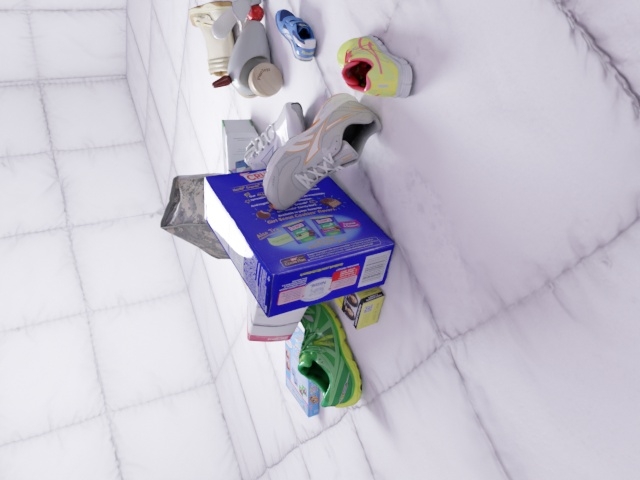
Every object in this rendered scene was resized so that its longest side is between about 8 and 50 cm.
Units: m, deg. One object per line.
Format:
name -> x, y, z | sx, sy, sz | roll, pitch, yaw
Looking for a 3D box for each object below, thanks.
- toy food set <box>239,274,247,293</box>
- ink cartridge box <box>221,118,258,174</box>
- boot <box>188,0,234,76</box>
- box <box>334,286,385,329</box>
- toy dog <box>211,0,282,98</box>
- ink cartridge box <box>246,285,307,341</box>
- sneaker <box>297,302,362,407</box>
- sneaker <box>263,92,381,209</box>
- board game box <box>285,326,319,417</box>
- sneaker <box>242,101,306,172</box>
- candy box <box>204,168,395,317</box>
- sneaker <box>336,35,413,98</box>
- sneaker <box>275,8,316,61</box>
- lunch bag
toy food set -> -0.174, 0.020, 1.677 | 0.306, 0.092, 0.220 | -36, 73, 56
ink cartridge box -> -0.232, -0.227, 1.655 | 0.154, 0.093, 0.212 | -118, 28, -60
boot -> -0.318, -0.594, 1.715 | 0.262, 0.095, 0.204 | 22, 121, 57
box -> 0.046, 0.077, 1.235 | 0.232, 0.058, 0.087 | 53, 146, 38
toy dog -> -0.209, -0.500, 1.430 | 0.220, 0.161, 0.334 | -33, 71, 64
ink cartridge box -> -0.109, 0.105, 1.354 | 0.283, 0.117, 0.207 | 116, 154, -64
sneaker -> -0.003, 0.257, 1.359 | 0.296, 0.123, 0.109 | 63, 152, 32
sneaker -> 0.003, -0.155, 1.058 | 0.121, 0.262, 0.099 | 39, 179, 44
board game box -> -0.054, 0.365, 1.619 | 0.160, 0.039, 0.212 | 40, 136, 54
sneaker -> -0.110, -0.210, 1.363 | 0.297, 0.129, 0.111 | 116, 156, -51
candy box -> -0.054, -0.020, 1.152 | 0.317, 0.268, 0.122 | 51, 142, 39
sneaker -> 0.070, -0.302, 0.991 | 0.208, 0.094, 0.081 | -133, 37, -51
sneaker -> -0.049, -0.454, 1.238 | 0.144, 0.053, 0.059 | 59, 151, 19
lunch bag -> -0.209, -0.059, 1.432 | 0.287, 0.235, 0.169 | 0, 68, 31
